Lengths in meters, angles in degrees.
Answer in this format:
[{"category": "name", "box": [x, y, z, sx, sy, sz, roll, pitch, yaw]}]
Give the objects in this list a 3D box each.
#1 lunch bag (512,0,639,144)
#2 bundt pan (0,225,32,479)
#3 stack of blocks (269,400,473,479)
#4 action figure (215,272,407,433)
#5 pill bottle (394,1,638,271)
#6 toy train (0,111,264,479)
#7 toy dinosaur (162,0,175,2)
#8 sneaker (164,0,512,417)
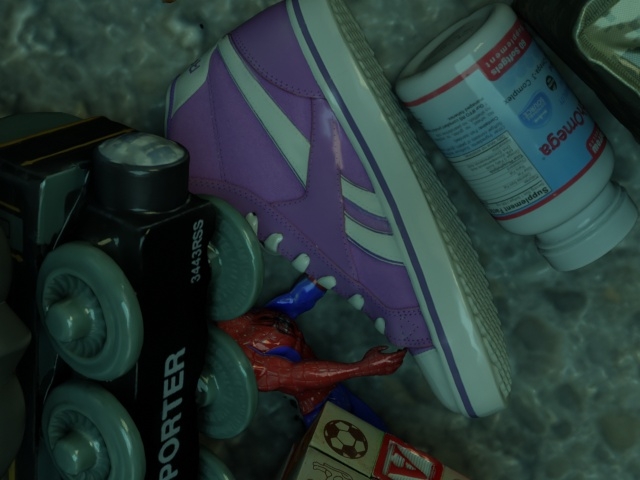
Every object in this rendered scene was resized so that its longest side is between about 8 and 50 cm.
[{"category": "lunch bag", "box": [0.263, -0.172, 0.688, 0.287, 0.235, 0.169, -43, 100, 11]}, {"category": "bundt pan", "box": [-0.270, 0.048, 0.701, 0.124, 0.331, 0.330, -11, 114, -44]}, {"category": "stack of blocks", "box": [0.006, 0.264, 0.845, 0.171, 0.087, 0.297, 28, 125, -3]}, {"category": "action figure", "box": [0.039, 0.097, 0.845, 0.139, 0.091, 0.280, -41, 105, 17]}, {"category": "pill bottle", "box": [0.126, -0.061, 0.798, 0.087, 0.087, 0.160, -38, 105, 10]}, {"category": "toy train", "box": [-0.143, 0.079, 0.775, 0.190, 0.142, 0.334, 24, 122, 32]}, {"category": "toy dinosaur", "box": [-0.082, -0.188, 0.782, 0.090, 0.047, 0.082, -16, 125, -7]}, {"category": "sneaker", "box": [0.000, 0.000, 0.785, 0.161, 0.102, 0.282, -29, 76, 12]}]
